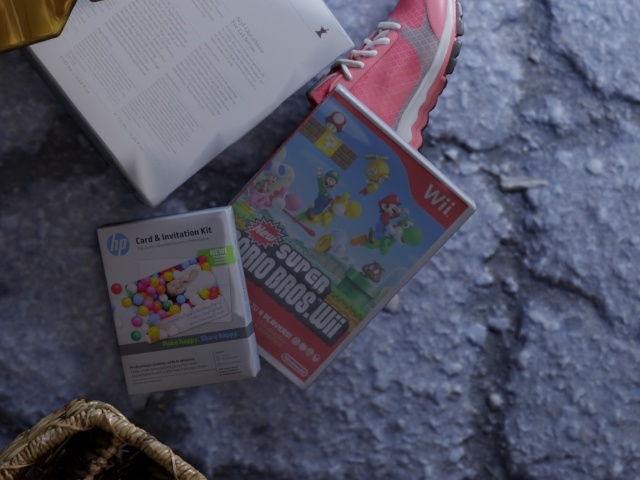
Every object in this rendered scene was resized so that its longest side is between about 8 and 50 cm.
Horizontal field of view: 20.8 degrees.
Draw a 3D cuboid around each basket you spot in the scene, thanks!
[{"bbox_3d":[-0.262,0.320,1.795,0.213,0.223,0.299,40,83,-17],"label":"basket"}]

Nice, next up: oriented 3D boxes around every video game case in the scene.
[{"bbox_3d":[0.000,0.000,1.895,0.204,0.025,0.285,40,103,-10],"label":"video game case"}]

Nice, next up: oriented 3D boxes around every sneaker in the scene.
[{"bbox_3d":[0.059,-0.171,1.916,0.136,0.116,0.314,17,89,-17],"label":"sneaker"}]

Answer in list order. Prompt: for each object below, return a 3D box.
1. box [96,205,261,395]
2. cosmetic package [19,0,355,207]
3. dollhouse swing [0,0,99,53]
[{"bbox_3d":[-0.151,0.065,1.878,0.145,0.038,0.186,-8,97,8],"label":"box"},{"bbox_3d":[-0.188,-0.268,1.837,0.284,0.097,0.377,-39,104,-9],"label":"cosmetic package"},{"bbox_3d":[-0.398,-0.324,1.575,0.347,0.305,0.315,-17,90,-3],"label":"dollhouse swing"}]
